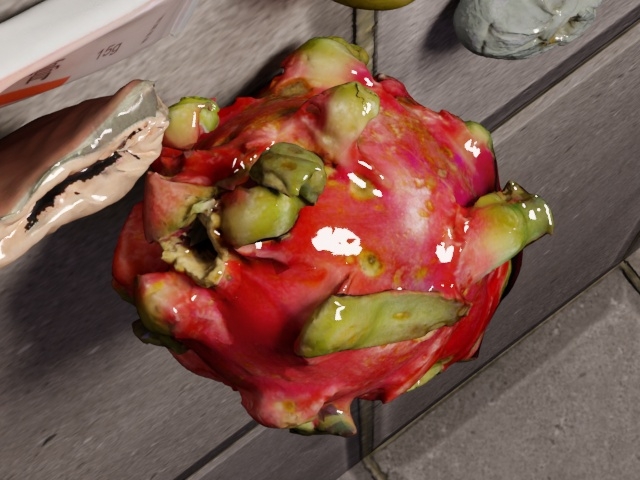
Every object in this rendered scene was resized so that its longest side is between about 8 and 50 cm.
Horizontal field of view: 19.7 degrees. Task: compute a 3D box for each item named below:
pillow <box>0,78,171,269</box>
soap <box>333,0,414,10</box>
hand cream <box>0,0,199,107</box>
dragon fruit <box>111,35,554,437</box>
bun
[{"bbox_3d":[-0.148,0.024,0.543,0.232,0.043,0.126,-38,-165,-27],"label":"pillow"},{"bbox_3d":[0.053,-0.134,0.644,0.140,0.045,0.089,-39,166,12],"label":"soap"},{"bbox_3d":[-0.102,-0.047,0.556,0.052,0.038,0.216,-10,-164,45],"label":"hand cream"},{"bbox_3d":[0.000,0.000,0.751,0.167,0.160,0.172,-17,-178,32],"label":"dragon fruit"},{"bbox_3d":[0.103,-0.115,0.874,0.083,0.045,0.083,-34,164,-11],"label":"bun"}]
